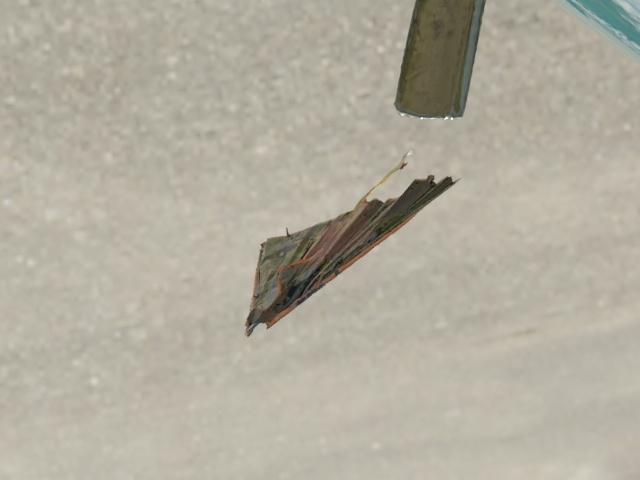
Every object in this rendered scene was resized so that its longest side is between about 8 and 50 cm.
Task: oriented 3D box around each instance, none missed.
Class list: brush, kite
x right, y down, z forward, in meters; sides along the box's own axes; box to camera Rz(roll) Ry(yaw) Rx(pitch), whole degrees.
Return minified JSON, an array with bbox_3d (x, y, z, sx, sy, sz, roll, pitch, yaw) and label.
[{"bbox_3d":[0.088,-0.186,0.950,0.043,0.248,0.036,7,174,35],"label":"brush"},{"bbox_3d":[0.000,0.000,1.100,0.183,0.014,0.241,-47,-165,-26],"label":"kite"}]

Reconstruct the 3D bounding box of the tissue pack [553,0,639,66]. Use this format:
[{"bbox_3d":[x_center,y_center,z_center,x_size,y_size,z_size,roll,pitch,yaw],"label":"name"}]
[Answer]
[{"bbox_3d":[0.211,-0.139,0.697,0.198,0.287,0.206,-56,172,-8],"label":"tissue pack"}]
